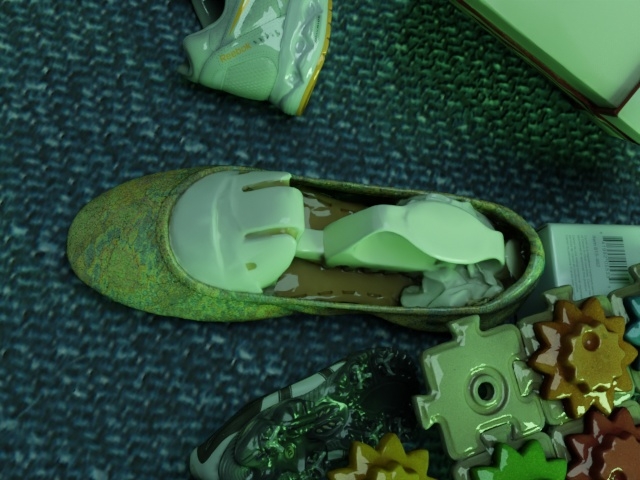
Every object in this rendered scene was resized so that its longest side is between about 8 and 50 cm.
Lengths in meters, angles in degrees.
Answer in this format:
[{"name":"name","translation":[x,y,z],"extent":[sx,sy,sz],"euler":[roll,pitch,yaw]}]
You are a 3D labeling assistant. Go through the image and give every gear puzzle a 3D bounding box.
[{"name":"gear puzzle","translation":[0.154,0.127,0.742],"extent":[0.339,0.044,0.175],"euler":[-15,87,-21]}]

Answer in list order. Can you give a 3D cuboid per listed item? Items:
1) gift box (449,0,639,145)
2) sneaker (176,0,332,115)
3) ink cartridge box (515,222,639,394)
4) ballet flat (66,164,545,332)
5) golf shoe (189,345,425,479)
[{"name":"gift box","translation":[0.247,-0.226,0.837],"extent":[0.258,0.276,0.255],"euler":[39,105,0]},{"name":"sneaker","translation":[-0.049,-0.231,0.850],"extent":[0.121,0.099,0.262],"euler":[9,69,-10]},{"name":"ink cartridge box","translation":[0.248,0.057,0.859],"extent":[0.175,0.072,0.127],"euler":[1,73,-18]},{"name":"ballet flat","translation":[0.000,0.000,0.777],"extent":[0.349,0.123,0.123],"euler":[7,71,-15]},{"name":"golf shoe","translation":[-0.007,0.123,0.759],"extent":[0.198,0.094,0.077],"euler":[-13,90,-47]}]
